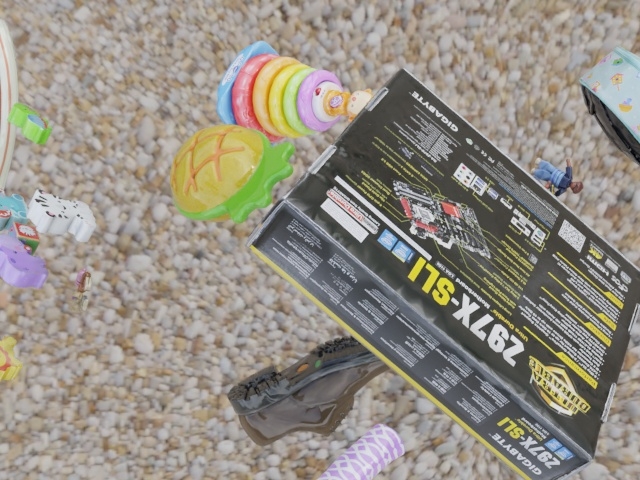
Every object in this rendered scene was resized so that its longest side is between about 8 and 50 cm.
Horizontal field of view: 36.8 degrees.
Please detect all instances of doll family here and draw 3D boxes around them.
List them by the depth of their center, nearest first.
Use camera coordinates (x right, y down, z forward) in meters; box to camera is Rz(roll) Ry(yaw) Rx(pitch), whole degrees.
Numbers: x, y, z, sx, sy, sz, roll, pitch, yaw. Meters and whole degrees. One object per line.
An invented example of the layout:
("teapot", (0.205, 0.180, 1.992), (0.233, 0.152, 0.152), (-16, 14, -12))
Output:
("doll family", (0.446, -0.073, 1.907), (0.111, 0.076, 0.192), (37, 127, 42))

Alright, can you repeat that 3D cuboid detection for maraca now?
("maraca", (-0.099, -0.072, 1.064), (0.186, 0.099, 0.127), (16, 70, 50))

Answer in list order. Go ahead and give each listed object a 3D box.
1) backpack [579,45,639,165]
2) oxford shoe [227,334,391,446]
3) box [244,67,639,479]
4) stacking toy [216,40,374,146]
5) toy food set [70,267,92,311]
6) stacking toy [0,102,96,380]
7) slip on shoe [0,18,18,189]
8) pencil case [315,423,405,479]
("backpack", (0.456, -0.186, 1.335), (0.188, 0.166, 0.144), (38, 109, -13))
("oxford shoe", (0.012, 0.175, 1.136), (0.227, 0.083, 0.096), (-23, 103, -2))
("box", (0.128, 0.020, 0.851), (0.322, 0.079, 0.257), (40, 45, -2))
("stacking toy", (-0.021, -0.240, 1.668), (0.302, 0.166, 0.175), (13, 67, 43))
("toy food set", (-0.411, 0.084, 1.648), (0.019, 0.122, 0.077), (14, 78, -19))
("stacking toy", (-0.277, -0.006, 0.846), (0.167, 0.052, 0.221), (-57, 41, 20))
("slip on shoe", (-0.474, -0.139, 1.299), (0.101, 0.123, 0.331), (8, 113, -29))
("pencil case", (0.077, 0.451, 1.891), (0.206, 0.086, 0.088), (-37, 112, -28))
